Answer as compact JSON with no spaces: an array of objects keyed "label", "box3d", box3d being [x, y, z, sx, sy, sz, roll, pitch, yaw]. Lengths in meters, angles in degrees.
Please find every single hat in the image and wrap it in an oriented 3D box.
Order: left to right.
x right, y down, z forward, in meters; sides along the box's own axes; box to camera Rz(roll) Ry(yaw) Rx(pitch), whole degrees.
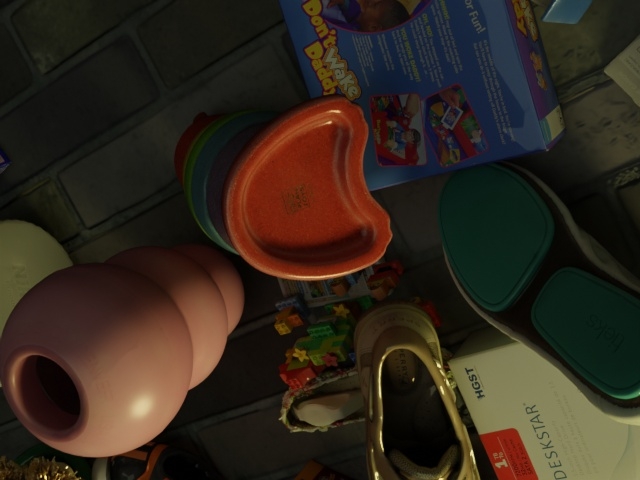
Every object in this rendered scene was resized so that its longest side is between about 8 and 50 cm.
[{"label":"hat","box3d":[-0.380,0.424,1.536,0.173,0.183,0.208,16,79,26]}]

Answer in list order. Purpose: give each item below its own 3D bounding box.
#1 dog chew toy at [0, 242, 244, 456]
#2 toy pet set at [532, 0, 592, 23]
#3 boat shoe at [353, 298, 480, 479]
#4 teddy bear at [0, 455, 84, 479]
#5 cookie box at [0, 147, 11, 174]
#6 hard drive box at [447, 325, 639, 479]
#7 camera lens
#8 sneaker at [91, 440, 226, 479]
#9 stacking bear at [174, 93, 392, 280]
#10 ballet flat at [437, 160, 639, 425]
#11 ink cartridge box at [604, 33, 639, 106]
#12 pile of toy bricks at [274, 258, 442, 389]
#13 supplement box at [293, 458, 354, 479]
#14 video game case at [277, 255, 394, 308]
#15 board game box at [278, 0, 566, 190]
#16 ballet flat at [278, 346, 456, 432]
[{"label":"dog chew toy","box3d":[-0.201,0.101,1.129,0.206,0.332,0.206,10,112,24]},{"label":"toy pet set","box3d":[0.231,-0.252,0.900,0.065,0.122,0.114,35,137,6]},{"label":"boat shoe","box3d":[0.104,0.237,1.074,0.122,0.110,0.341,-16,109,4]},{"label":"teddy bear","box3d":[-0.383,0.455,1.361,0.245,0.113,0.338,9,99,22]},{"label":"cookie box","box3d":[-0.490,-0.108,1.373,0.107,0.040,0.092,-37,90,33]},{"label":"hard drive box","box3d":[0.280,0.162,1.046,0.232,0.089,0.181,-21,98,32]},{"label":"camera lens","box3d":[-0.488,0.100,1.345,0.274,0.219,0.219,-17,101,32]},{"label":"sneaker","box3d":[-0.202,0.431,1.381,0.180,0.124,0.321,-4,107,30]},{"label":"stacking bear","box3d":[-0.072,-0.070,1.061,0.289,0.164,0.175,30,138,63]},{"label":"ballet flat","box3d":[0.233,0.051,0.928,0.139,0.400,0.139,-8,118,-16]},{"label":"ink cartridge box","box3d":[0.396,-0.168,0.894,0.181,0.056,0.224,47,141,4]},{"label":"pile of toy bricks","box3d":[0.019,0.106,1.135,0.212,0.105,0.118,-17,119,33]},{"label":"supplement box","box3d":[0.028,0.418,1.253,0.194,0.129,0.191,21,118,19]},{"label":"video game case","box3d":[0.000,0.000,1.172,0.143,0.019,0.157,-11,104,31]},{"label":"board game box","box3d":[0.083,-0.237,1.001,0.233,0.078,0.347,-11,103,31]},{"label":"ballet flat","box3d":[0.052,0.188,1.183,0.241,0.077,0.091,-21,97,32]}]
